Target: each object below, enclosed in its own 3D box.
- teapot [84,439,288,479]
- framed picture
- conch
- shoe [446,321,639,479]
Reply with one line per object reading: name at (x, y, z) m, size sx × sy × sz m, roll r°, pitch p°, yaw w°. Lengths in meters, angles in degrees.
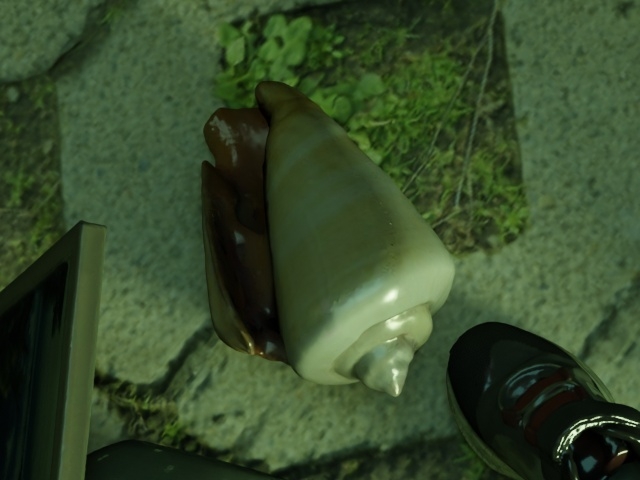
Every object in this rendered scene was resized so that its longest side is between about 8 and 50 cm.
teapot at (-0.099, 0.256, 1.202) m, size 0.183 × 0.183 × 0.251 m, roll 13°, pitch 84°, yaw 5°
framed picture at (-0.187, 0.166, 1.201) m, size 0.024 × 0.232 × 0.315 m, roll 10°, pitch 70°, yaw -22°
conch at (0.007, 0.006, 1.318) m, size 0.158 × 0.127 × 0.255 m, roll -32°, pitch 48°, yaw 20°
shoe at (0.173, 0.135, 1.260) m, size 0.099 × 0.112 × 0.227 m, roll -39°, pitch 77°, yaw -10°
